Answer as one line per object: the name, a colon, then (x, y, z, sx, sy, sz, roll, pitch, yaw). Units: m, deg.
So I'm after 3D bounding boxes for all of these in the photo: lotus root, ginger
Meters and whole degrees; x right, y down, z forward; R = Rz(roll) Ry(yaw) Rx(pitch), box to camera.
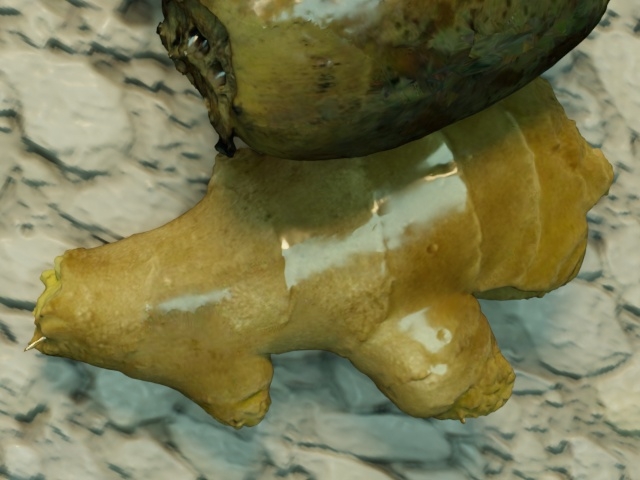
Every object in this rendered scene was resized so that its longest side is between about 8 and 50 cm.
lotus root: (0.052, -0.144, 0.601, 0.275, 0.152, 0.160, -30, 140, -23)
ginger: (0.012, 0.020, 0.724, 0.375, 0.166, 0.236, -31, 113, 10)
